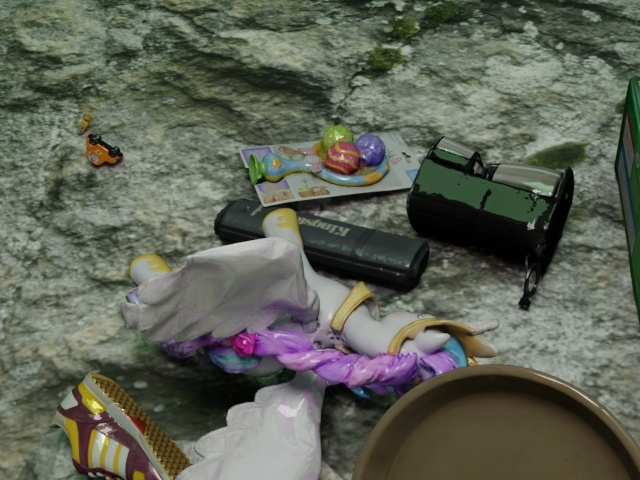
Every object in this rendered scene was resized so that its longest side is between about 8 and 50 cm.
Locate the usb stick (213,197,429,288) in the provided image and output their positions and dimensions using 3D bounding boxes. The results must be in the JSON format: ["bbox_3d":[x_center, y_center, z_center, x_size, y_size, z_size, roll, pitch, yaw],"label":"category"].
[{"bbox_3d":[0.000,0.000,1.207,0.278,0.045,0.077,14,43,21],"label":"usb stick"}]

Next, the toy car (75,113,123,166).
[{"bbox_3d":[-0.326,-0.140,1.413,0.040,0.060,0.122,-55,28,11],"label":"toy car"}]

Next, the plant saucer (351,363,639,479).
[{"bbox_3d":[0.155,0.246,0.826,0.278,0.041,0.277,-5,80,26],"label":"plant saucer"}]

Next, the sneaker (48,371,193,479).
[{"bbox_3d":[-0.201,0.223,0.985,0.084,0.069,0.185,-48,64,3],"label":"sneaker"}]

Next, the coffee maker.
[{"bbox_3d":[0.197,-0.033,1.167,0.178,0.120,0.171,16,48,23],"label":"coffee maker"}]

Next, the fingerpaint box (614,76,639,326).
[{"bbox_3d":[0.542,0.002,1.060,0.371,0.163,0.444,2,44,9],"label":"fingerpaint box"}]

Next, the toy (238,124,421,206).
[{"bbox_3d":[0.019,-0.116,1.300,0.237,0.056,0.137,-10,41,-14],"label":"toy"}]

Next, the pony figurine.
[{"bbox_3d":[-0.049,0.096,0.975,0.351,0.302,0.363,-19,27,-30],"label":"pony figurine"}]
